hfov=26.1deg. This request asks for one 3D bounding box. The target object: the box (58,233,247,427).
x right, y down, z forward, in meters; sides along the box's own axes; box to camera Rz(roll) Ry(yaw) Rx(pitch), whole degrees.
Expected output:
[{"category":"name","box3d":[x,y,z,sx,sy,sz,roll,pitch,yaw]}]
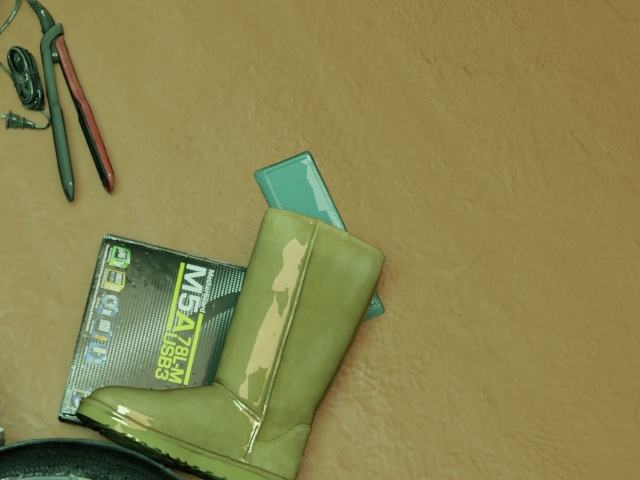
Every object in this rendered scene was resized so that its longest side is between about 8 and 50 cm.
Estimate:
[{"category":"box","box3d":[-0.147,0.106,1.362,0.184,0.045,0.190,14,73,-8]}]

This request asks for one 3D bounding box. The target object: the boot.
[{"category":"boot","box3d":[-0.082,0.093,1.317,0.236,0.089,0.269,27,71,-22]}]

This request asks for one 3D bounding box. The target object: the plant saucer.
[{"category":"plant saucer","box3d":[0.000,0.000,1.437,0.067,0.018,0.192,-23,82,-16]}]

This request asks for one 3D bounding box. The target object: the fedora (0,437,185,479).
[{"category":"fedora","box3d":[-0.210,0.333,1.178,0.334,0.152,0.334,-4,102,-21]}]

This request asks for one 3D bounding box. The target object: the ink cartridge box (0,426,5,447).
[{"category":"ink cartridge box","box3d":[-0.408,0.076,1.220,0.131,0.226,0.306,-28,82,-17]}]

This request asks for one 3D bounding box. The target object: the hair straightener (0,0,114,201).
[{"category":"hair straightener","box3d":[-0.282,-0.146,1.398,0.089,0.047,0.230,-16,79,-16]}]
